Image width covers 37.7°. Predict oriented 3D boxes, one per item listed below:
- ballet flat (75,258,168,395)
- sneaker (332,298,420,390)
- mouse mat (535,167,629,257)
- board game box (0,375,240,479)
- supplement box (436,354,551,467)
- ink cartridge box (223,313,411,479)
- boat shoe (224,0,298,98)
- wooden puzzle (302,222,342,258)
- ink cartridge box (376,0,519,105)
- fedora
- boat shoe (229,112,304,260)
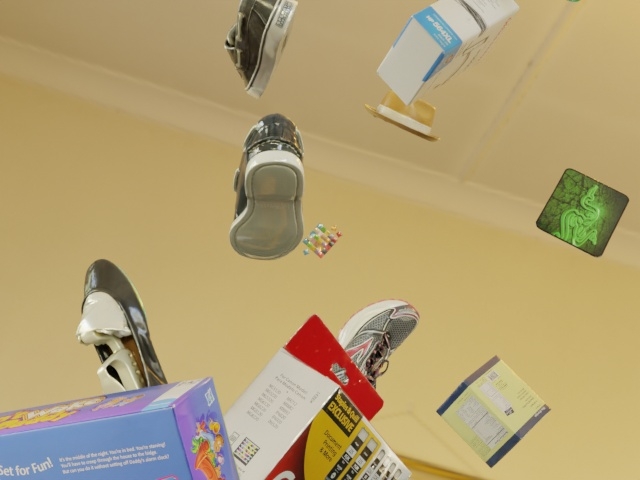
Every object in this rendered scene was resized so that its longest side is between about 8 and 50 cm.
[{"bbox_3d":[-0.287,0.154,1.343,0.095,0.280,0.096,-31,-11,25],"label":"ballet flat"},{"bbox_3d":[0.071,0.225,1.678,0.112,0.299,0.121,30,-27,46],"label":"sneaker"},{"bbox_3d":[0.560,-0.062,1.998,0.153,0.189,0.007,28,-29,12],"label":"mouse mat"},{"bbox_3d":[-0.233,0.267,0.831,0.347,0.233,0.078,-12,6,19],"label":"board game box"},{"bbox_3d":[0.187,0.183,1.008,0.083,0.083,0.056,46,-54,16],"label":"supplement box"},{"bbox_3d":[0.002,0.303,1.377,0.130,0.272,0.309,29,-17,40],"label":"ink cartridge box"},{"bbox_3d":[-0.080,-0.249,1.166,0.070,0.077,0.219,24,-20,-4],"label":"boat shoe"},{"bbox_3d":[0.000,0.000,1.792,0.049,0.083,0.006,42,-7,-2],"label":"wooden puzzle"},{"bbox_3d":[0.210,-0.329,1.534,0.086,0.203,0.148,50,-32,10],"label":"ink cartridge box"},{"bbox_3d":[0.198,-0.295,2.154,0.194,0.079,0.194,24,10,-5],"label":"fedora"},{"bbox_3d":[-0.072,-0.069,1.373,0.114,0.091,0.302,6,-29,-11],"label":"boat shoe"}]
